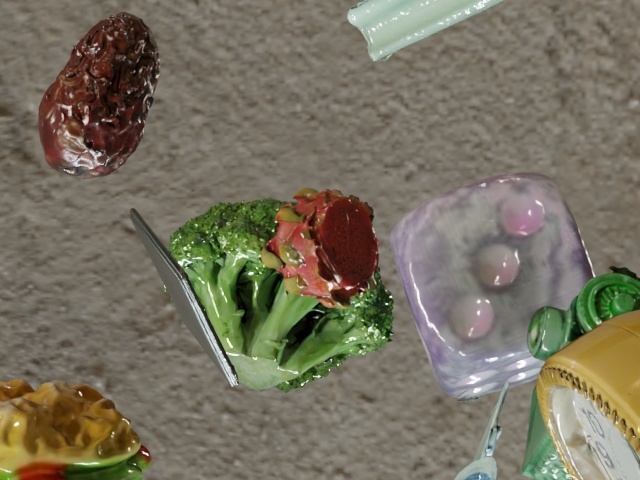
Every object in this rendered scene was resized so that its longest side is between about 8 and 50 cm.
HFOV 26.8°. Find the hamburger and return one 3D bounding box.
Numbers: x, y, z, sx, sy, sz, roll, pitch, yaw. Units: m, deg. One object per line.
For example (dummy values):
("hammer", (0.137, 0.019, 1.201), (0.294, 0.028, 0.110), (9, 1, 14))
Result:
("hamburger", (-0.279, 0.210, 1.309), (0.237, 0.237, 0.149), (3, 88, -41))

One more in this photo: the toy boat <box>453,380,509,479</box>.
("toy boat", (0.123, 0.186, 1.106), (0.034, 0.149, 0.105), (22, 118, -2))

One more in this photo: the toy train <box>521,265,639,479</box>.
("toy train", (0.330, 0.152, 1.323), (0.266, 0.145, 0.202), (13, 57, -1))

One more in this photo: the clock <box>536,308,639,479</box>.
("clock", (0.302, 0.190, 1.024), (0.200, 0.244, 0.317), (-35, 102, -13))

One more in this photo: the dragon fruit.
("dragon fruit", (0.000, 0.000, 1.659), (0.150, 0.208, 0.133), (-31, 117, -1))

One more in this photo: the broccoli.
("broccoli", (-0.060, 0.084, 2.110), (0.321, 0.310, 0.413), (-29, 136, -4))

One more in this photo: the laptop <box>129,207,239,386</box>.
("laptop", (-0.138, 0.059, 1.368), (0.016, 0.129, 0.180), (-33, 136, -11))

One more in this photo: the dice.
("dice", (0.267, 0.071, 2.028), (0.270, 0.270, 0.271), (60, 12, -72))

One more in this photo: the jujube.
("jujube", (-0.201, -0.137, 1.236), (0.104, 0.104, 0.166), (28, 69, -37))

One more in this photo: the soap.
("soap", (0.134, -0.242, 1.246), (0.063, 0.198, 0.114), (59, 33, -12))
